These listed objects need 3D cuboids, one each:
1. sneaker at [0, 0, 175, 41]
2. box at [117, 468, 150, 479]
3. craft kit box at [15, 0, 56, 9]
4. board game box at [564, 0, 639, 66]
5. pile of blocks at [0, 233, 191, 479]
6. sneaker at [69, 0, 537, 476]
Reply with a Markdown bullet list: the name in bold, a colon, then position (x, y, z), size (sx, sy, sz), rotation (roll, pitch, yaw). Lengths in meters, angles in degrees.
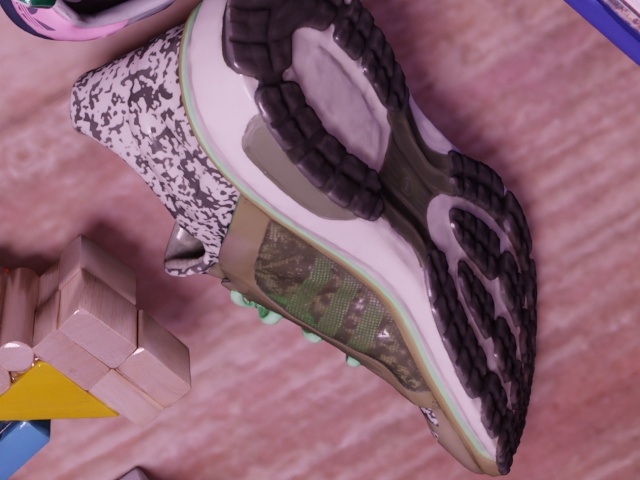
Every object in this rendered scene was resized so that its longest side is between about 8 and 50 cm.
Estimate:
- **sneaker**: position (-0.035, -0.204, 0.975), size (0.319, 0.131, 0.112), rotation (-35, 112, -1)
- **box**: position (-0.132, 0.277, 1.117), size (0.182, 0.119, 0.181), rotation (-33, 113, -2)
- **craft kit box**: position (-0.201, -0.275, 0.866), size (0.246, 0.061, 0.250), rotation (24, 99, 5)
- **board game box**: position (0.253, -0.244, 1.033), size (0.232, 0.141, 0.291), rotation (37, 95, -22)
- **pile of blocks**: position (-0.259, 0.064, 1.026), size (0.362, 0.113, 0.149), rotation (4, 119, -8)
- **sneaker**: position (0.000, 0.000, 1.073), size (0.182, 0.158, 0.410), rotation (-9, 134, 33)
